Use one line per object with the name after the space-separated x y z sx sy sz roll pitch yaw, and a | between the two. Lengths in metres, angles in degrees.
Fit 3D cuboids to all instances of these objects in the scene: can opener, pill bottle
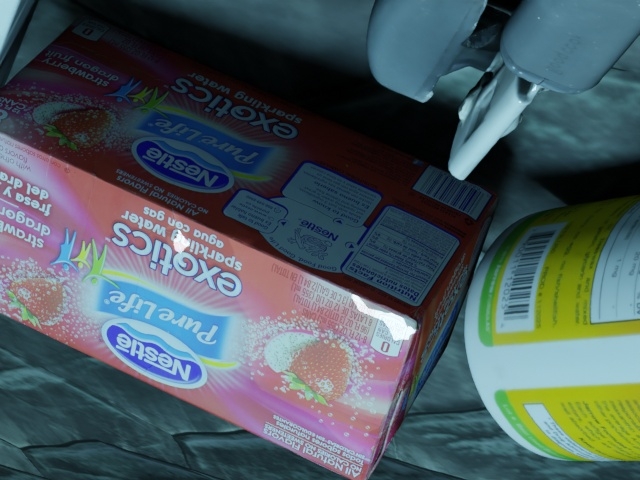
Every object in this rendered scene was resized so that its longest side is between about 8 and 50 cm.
0.082 -0.107 0.791 0.095 0.076 0.283 22 159 -4 | can opener
0.197 0.039 0.954 0.136 0.136 0.246 33 157 -28 | pill bottle

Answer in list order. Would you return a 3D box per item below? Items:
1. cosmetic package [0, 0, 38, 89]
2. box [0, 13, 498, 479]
-0.279 -0.167 0.973 0.284 0.097 0.377 27 159 -8 | cosmetic package
-0.054 0.001 1.031 0.257 0.128 0.122 24 129 10 | box
